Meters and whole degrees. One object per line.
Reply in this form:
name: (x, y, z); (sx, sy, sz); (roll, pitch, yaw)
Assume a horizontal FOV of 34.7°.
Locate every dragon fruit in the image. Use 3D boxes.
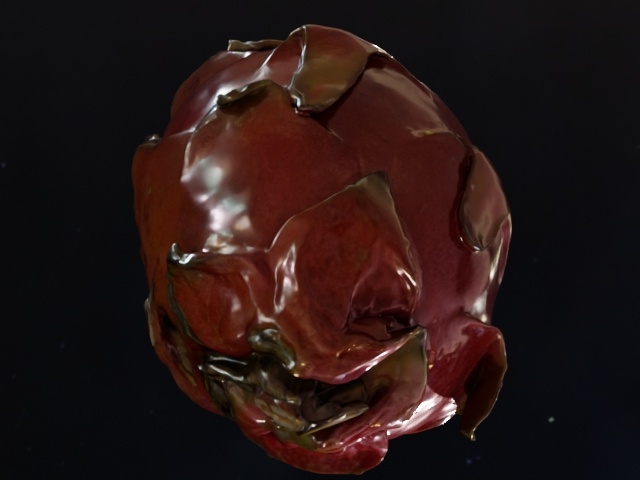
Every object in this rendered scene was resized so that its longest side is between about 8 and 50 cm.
dragon fruit: (-0.001, -0.001, 0.617); (0.250, 0.315, 0.250); (-1, -86, -12)
